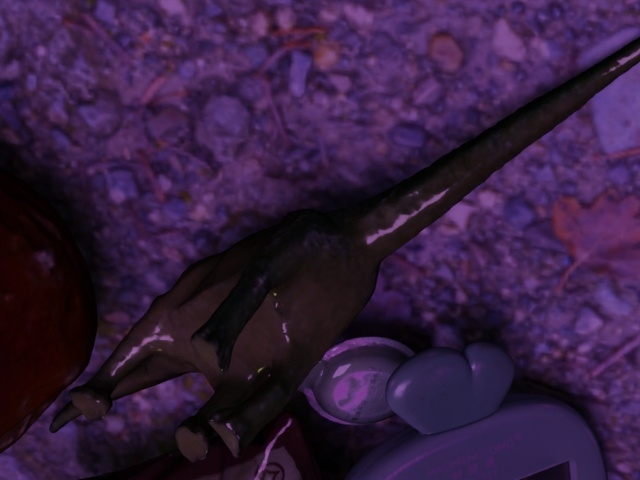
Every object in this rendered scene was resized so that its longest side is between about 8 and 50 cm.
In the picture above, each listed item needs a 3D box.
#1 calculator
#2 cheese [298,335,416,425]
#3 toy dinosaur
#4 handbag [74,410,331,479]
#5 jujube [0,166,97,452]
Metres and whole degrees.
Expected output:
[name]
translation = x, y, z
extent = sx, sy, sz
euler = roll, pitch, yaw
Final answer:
[calculator]
translation = 0.093, 0.193, 1.150
extent = 0.185, 0.041, 0.299
euler = -19, 114, -19
[cheese]
translation = 0.042, 0.088, 1.152
extent = 0.120, 0.026, 0.067
euler = 11, 121, -24
[toy dinosaur]
translation = 0.000, 0.000, 1.131
extent = 0.087, 0.301, 0.447
euler = 50, 146, -16
[handbag]
translation = -0.051, 0.217, 1.200
extent = 0.213, 0.127, 0.235
euler = -20, 119, 22
[jujube]
translation = -0.254, 0.015, 1.145
extent = 0.190, 0.190, 0.255
euler = -40, 82, 25
